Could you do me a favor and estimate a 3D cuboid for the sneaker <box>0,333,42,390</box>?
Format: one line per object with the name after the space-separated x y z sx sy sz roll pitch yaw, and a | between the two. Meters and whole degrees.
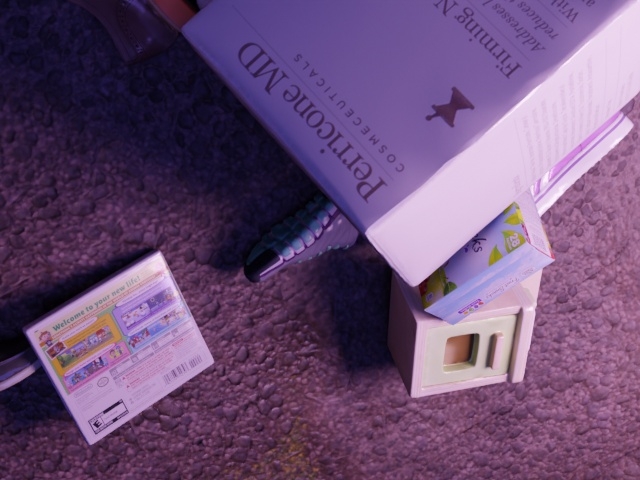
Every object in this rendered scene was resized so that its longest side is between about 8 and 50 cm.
-0.469 0.146 1.378 0.222 0.083 0.118 -24 108 -8 | sneaker

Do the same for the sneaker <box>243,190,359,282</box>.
0.000 0.000 1.447 0.224 0.083 0.098 -40 118 1 | sneaker

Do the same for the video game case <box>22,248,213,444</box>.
-0.272 0.145 1.422 0.212 0.023 0.193 -33 115 -23 | video game case

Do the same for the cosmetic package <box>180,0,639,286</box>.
0.127 -0.210 1.206 0.394 0.327 0.329 -42 73 2 | cosmetic package

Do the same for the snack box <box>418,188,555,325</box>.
0.203 -0.019 1.390 0.174 0.207 0.070 -36 134 29 | snack box

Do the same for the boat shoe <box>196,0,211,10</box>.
-0.097 -0.418 1.239 0.094 0.109 0.302 2 100 6 | boat shoe

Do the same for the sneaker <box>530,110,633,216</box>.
0.286 -0.122 1.481 0.161 0.102 0.282 43 100 -4 | sneaker

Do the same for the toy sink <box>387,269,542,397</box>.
0.228 0.119 1.496 0.234 0.131 0.152 -8 129 -12 | toy sink

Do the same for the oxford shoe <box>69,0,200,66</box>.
-0.301 -0.363 1.222 0.133 0.130 0.363 -36 108 15 | oxford shoe
